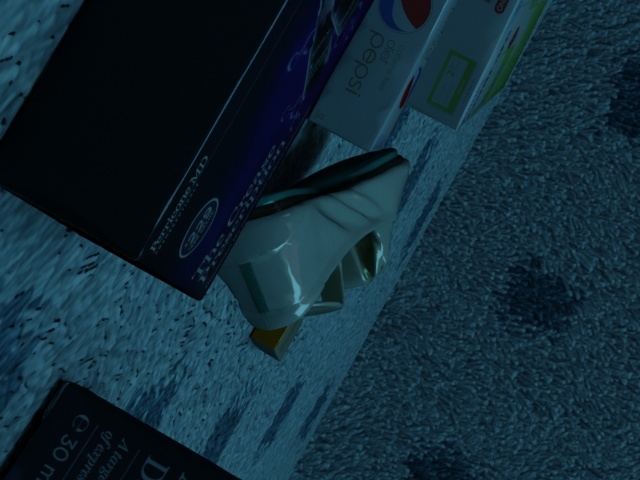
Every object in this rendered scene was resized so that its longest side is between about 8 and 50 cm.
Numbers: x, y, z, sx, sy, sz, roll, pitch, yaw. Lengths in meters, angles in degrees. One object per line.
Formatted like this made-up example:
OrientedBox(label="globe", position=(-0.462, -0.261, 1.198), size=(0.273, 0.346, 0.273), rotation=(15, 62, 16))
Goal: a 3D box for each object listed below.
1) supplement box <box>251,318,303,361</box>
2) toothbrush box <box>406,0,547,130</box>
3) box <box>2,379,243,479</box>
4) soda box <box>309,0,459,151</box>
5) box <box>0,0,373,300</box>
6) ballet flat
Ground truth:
OrientedBox(label="supplement box", position=(-0.054, 0.112, 1.648), size=(0.062, 0.036, 0.098), rotation=(-60, 171, -11))
OrientedBox(label="toothbrush box", position=(0.185, -0.272, 1.557), size=(0.206, 0.122, 0.283), rotation=(-65, 169, 22))
OrientedBox(label="box", position=(-0.095, 0.344, 0.987), size=(0.293, 0.395, 0.212), rotation=(-59, 171, -17))
OrientedBox(label="soda box", position=(0.073, -0.199, 1.299), size=(0.216, 0.074, 0.069), rotation=(-63, 171, 9))
OrientedBox(label="box", position=(-0.061, -0.109, 0.758), size=(0.261, 0.103, 0.184), rotation=(-61, 168, -5))
OrientedBox(label="ballet flat", position=(0.000, 0.000, 1.260), size=(0.139, 0.139, 0.400), rotation=(-64, 167, 18))
